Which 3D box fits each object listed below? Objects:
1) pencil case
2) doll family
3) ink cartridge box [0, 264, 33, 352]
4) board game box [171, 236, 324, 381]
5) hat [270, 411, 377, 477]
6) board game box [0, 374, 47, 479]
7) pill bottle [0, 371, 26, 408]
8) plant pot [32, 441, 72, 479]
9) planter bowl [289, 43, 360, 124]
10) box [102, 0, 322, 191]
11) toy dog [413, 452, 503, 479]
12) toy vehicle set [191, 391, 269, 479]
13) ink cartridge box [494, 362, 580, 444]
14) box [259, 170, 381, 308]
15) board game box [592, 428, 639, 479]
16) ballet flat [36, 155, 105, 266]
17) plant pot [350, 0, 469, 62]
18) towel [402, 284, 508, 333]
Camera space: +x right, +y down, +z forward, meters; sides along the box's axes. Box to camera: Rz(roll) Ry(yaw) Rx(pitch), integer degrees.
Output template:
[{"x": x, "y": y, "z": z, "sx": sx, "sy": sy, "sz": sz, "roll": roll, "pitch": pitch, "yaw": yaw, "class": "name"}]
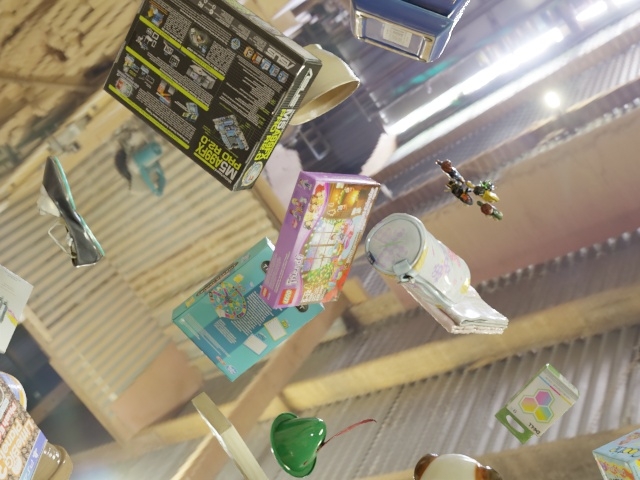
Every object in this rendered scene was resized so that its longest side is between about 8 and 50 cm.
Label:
[{"x": 0.188, "y": 0.044, "z": 1.304, "sx": 0.113, "sy": 0.124, "sz": 0.273, "roll": -39, "pitch": 149, "yaw": 13, "class": "pencil case"}, {"x": 0.325, "y": -0.112, "z": 1.544, "sx": 0.076, "sy": 0.193, "sz": 0.111, "roll": -64, "pitch": 155, "yaw": 6, "class": "doll family"}, {"x": -0.768, "y": 0.155, "z": 1.593, "sx": 0.128, "sy": 0.127, "sz": 0.176, "roll": -8, "pitch": -127, "yaw": 29, "class": "ink cartridge box"}, {"x": -0.200, "y": 0.192, "z": 1.959, "sx": 0.336, "sy": 0.253, "sz": 0.079, "roll": -38, "pitch": -160, "yaw": 3, "class": "board game box"}, {"x": -0.001, "y": 0.491, "z": 1.819, "sx": 0.184, "sy": 0.173, "sz": 0.208, "roll": -32, "pitch": -174, "yaw": 28, "class": "hat"}, {"x": -0.595, "y": 0.277, "z": 1.044, "sx": 0.232, "sy": 0.290, "sz": 0.141, "roll": -12, "pitch": -146, "yaw": 8, "class": "board game box"}, {"x": -0.716, "y": 0.319, "z": 1.375, "sx": 0.152, "sy": 0.152, "sz": 0.272, "roll": -36, "pitch": 161, "yaw": -1, "class": "pill bottle"}, {"x": -0.609, "y": 0.446, "z": 1.347, "sx": 0.238, "sy": 0.109, "sz": 0.237, "roll": -18, "pitch": -163, "yaw": 6, "class": "plant pot"}, {"x": -0.018, "y": -0.316, "z": 1.392, "sx": 0.162, "sy": 0.109, "sz": 0.162, "roll": -30, "pitch": 177, "yaw": -2, "class": "planter bowl"}, {"x": -0.161, "y": -0.234, "z": 1.005, "sx": 0.216, "sy": 0.270, "sz": 0.060, "roll": -58, "pitch": 165, "yaw": 22, "class": "box"}, {"x": 0.260, "y": 0.677, "z": 1.570, "sx": 0.285, "sy": 0.395, "sz": 0.407, "roll": -10, "pitch": -140, "yaw": 50, "class": "toy dog"}, {"x": -0.189, "y": 0.479, "z": 1.602, "sx": 0.035, "sy": 0.266, "sz": 0.166, "roll": -36, "pitch": -150, "yaw": -18, "class": "toy vehicle set"}, {"x": 0.556, "y": 0.430, "z": 1.822, "sx": 0.209, "sy": 0.109, "sz": 0.062, "roll": -50, "pitch": 168, "yaw": 16, "class": "ink cartridge box"}, {"x": 0.000, "y": 0.000, "z": 1.497, "sx": 0.201, "sy": 0.057, "sz": 0.293, "roll": -2, "pitch": 119, "yaw": -45, "class": "box"}, {"x": 0.731, "y": 0.449, "z": 1.432, "sx": 0.276, "sy": 0.142, "sz": 0.144, "roll": -21, "pitch": 176, "yaw": -9, "class": "board game box"}, {"x": -0.442, "y": -0.042, "z": 1.210, "sx": 0.074, "sy": 0.203, "sz": 0.074, "roll": -17, "pitch": -158, "yaw": 7, "class": "ballet flat"}, {"x": 0.180, "y": -0.493, "z": 1.385, "sx": 0.236, "sy": 0.236, "sz": 0.212, "roll": 51, "pitch": 61, "yaw": -87, "class": "plant pot"}, {"x": 0.312, "y": 0.116, "z": 1.813, "sx": 0.332, "sy": 0.317, "sz": 0.053, "roll": 11, "pitch": 121, "yaw": -54, "class": "towel"}]
